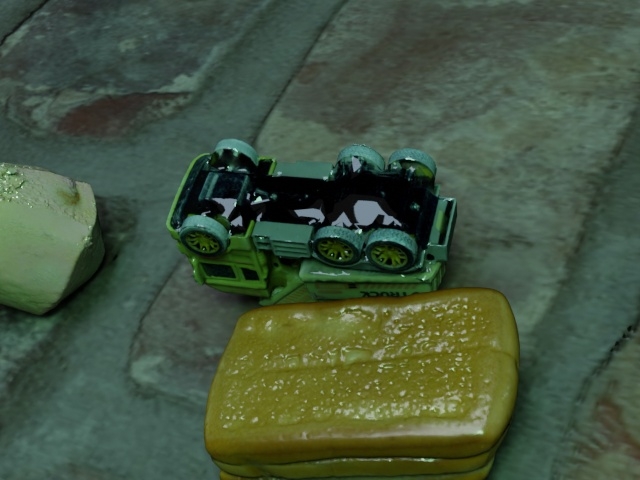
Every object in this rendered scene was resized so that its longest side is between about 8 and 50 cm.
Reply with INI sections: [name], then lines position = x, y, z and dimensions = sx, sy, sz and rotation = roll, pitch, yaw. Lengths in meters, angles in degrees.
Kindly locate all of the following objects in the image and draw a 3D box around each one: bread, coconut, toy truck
[bread]
position = 0.028, 0.096, 0.698
dimensions = 0.200, 0.077, 0.116
rotation = -6, 43, 20
[coconut]
position = -0.229, -0.002, 0.879
dimensions = 0.116, 0.122, 0.116
rotation = -33, 49, 47
[toy truck]
position = 0.000, 0.000, 0.776
dimensions = 0.191, 0.116, 0.085
rotation = 4, 51, 15
